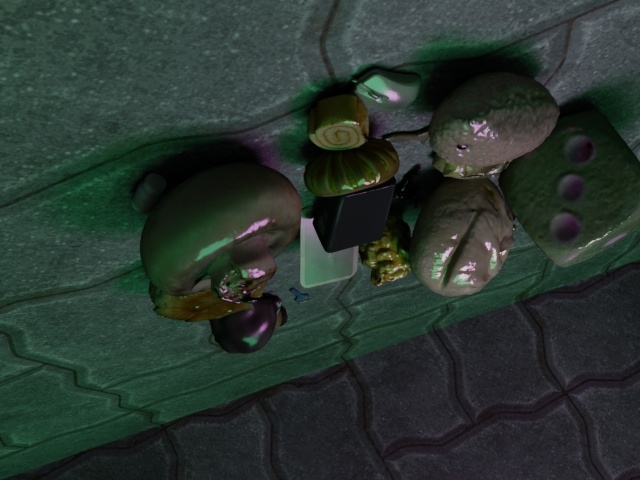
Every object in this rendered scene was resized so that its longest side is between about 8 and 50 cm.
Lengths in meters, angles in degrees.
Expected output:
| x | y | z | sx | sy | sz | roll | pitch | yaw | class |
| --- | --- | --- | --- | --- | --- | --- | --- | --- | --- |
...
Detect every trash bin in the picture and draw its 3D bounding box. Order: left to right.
| x | y | z | sx | sy | sz | roll | pitch | yaw | class |
| --- | --- | --- | --- | --- | --- | --- | --- | --- | --- |
| 0.085 | -0.088 | 1.721 | 0.165 | 0.115 | 0.225 | -14 | 150 | -18 | trash bin |

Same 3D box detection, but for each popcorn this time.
| x | y | z | sx | sy | sz | roll | pitch | yaw | class |
| --- | --- | --- | --- | --- | --- | --- | --- | --- | --- |
| 0.195 | 0.018 | 1.988 | 0.170 | 0.189 | 0.218 | -23 | 157 | 15 | popcorn |

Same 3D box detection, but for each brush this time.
| x | y | z | sx | sy | sz | roll | pitch | yaw | class |
| --- | --- | --- | --- | --- | --- | --- | --- | --- | --- |
| -0.076 | 0.188 | 2.398 | 0.051 | 0.014 | 0.164 | -24 | 157 | 7 | brush |
| 0.229 | -0.244 | 1.623 | 0.196 | 0.021 | 0.070 | -10 | 154 | -24 | brush |

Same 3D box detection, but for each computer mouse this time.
| x | y | z | sx | sy | sz | roll | pitch | yaw | class |
| --- | --- | --- | --- | --- | --- | --- | --- | --- | --- |
| 0.134 | -0.294 | 1.379 | 0.182 | 0.056 | 0.089 | 1 | 146 | -41 | computer mouse |

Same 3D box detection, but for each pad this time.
| x | y | z | sx | sy | sz | roll | pitch | yaw | class |
| --- | --- | --- | --- | --- | --- | --- | --- | --- | --- |
| 0.026 | 0.010 | 1.885 | 0.176 | 0.002 | 0.266 | -12 | 125 | -19 | pad |

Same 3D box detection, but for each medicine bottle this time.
| x | y | z | sx | sy | sz | roll | pitch | yaw | class |
| --- | --- | --- | --- | --- | --- | --- | --- | --- | --- |
| -0.351 | -0.097 | 1.424 | 0.052 | 0.052 | 0.089 | -3 | 153 | -37 | medicine bottle |

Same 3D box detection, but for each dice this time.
| x | y | z | sx | sy | sz | roll | pitch | yaw | class |
| --- | --- | --- | --- | --- | --- | --- | --- | --- | --- |
| 0.689 | -0.136 | 1.850 | 0.322 | 0.330 | 0.318 | -35 | 162 | 24 | dice |

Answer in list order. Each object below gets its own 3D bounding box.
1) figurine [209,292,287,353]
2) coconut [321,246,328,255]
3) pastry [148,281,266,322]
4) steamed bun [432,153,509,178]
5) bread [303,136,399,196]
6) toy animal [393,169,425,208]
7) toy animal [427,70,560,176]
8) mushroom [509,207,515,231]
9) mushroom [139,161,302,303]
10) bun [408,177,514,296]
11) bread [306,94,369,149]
| x | y | z | sx | sy | sz | roll | pitch | yaw | class |
| --- | --- | --- | --- | --- | --- | --- | --- | --- | --- |
| -0.214 | 0.230 | 2.225 | 0.218 | 0.206 | 0.365 | -2 | -172 | 14 | figurine |
| 0.000 | 0.000 | 1.928 | 0.081 | 0.083 | 0.082 | 31 | 157 | -20 | coconut |
| -0.293 | 0.110 | 1.854 | 0.330 | 0.136 | 0.329 | -16 | 157 | -7 | pastry |
| 0.420 | -0.217 | 1.739 | 0.231 | 0.110 | 0.212 | -10 | 156 | -31 | steamed bun |
| 0.065 | -0.163 | 1.508 | 0.214 | 0.104 | 0.213 | -12 | -163 | 4 | bread |
| 0.224 | -0.129 | 1.861 | 0.108 | 0.062 | 0.220 | 14 | 145 | -26 | toy animal |
| 0.367 | -0.257 | 1.490 | 0.359 | 0.188 | 0.226 | -7 | 165 | -32 | toy animal |
| 0.582 | -0.071 | 2.260 | 0.109 | 0.084 | 0.126 | 7 | 180 | 21 | mushroom |
| -0.191 | 0.007 | 1.462 | 0.362 | 0.294 | 0.362 | -27 | 168 | -6 | mushroom |
| 0.404 | -0.005 | 1.901 | 0.365 | 0.219 | 0.365 | -33 | 133 | -44 | bun |
| 0.035 | -0.228 | 1.388 | 0.122 | 0.073 | 0.149 | -4 | 165 | 14 | bread |
